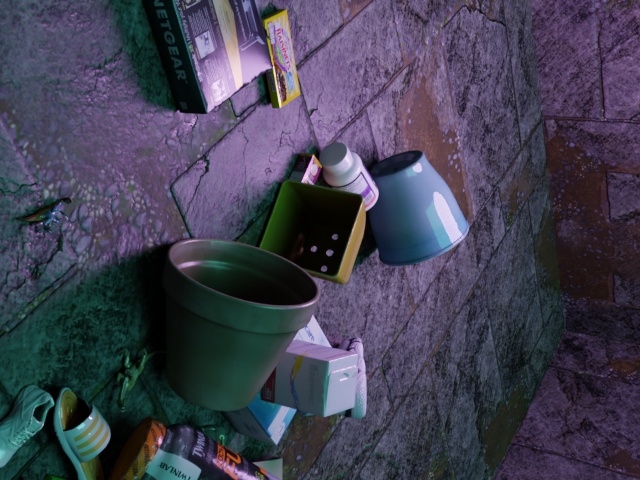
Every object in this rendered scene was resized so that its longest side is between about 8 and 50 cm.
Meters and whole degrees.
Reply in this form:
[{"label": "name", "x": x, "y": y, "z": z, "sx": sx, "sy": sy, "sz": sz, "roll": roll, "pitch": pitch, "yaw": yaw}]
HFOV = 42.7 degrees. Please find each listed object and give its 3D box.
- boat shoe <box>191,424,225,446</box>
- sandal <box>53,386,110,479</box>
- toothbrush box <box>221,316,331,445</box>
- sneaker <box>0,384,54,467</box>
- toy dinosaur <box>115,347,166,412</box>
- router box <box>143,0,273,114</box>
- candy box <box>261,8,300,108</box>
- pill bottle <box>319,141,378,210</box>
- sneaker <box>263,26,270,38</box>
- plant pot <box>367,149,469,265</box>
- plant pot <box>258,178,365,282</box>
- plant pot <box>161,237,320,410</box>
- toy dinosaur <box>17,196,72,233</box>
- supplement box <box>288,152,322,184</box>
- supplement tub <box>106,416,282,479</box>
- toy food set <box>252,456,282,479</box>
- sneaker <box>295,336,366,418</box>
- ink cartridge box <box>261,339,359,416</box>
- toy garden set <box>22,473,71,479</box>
[{"label": "boat shoe", "x": -0.248, "y": 0.556, "z": 1.798, "sx": 0.091, "sy": 0.109, "sz": 0.305, "roll": -4, "pitch": 93, "yaw": -26}, {"label": "sandal", "x": -0.423, "y": 0.374, "z": 1.526, "sx": 0.102, "sy": 0.076, "sz": 0.265, "roll": -94, "pitch": 175, "yaw": -56}, {"label": "toothbrush box", "x": -0.120, "y": 0.297, "z": 1.950, "sx": 0.295, "sy": 0.126, "sz": 0.216, "roll": -59, "pitch": 140, "yaw": -32}, {"label": "sneaker", "x": -0.518, "y": 0.323, "z": 1.413, "sx": 0.152, "sy": 0.061, "sz": 0.053, "roll": -64, "pitch": 145, "yaw": -22}, {"label": "toy dinosaur", "x": -0.373, "y": 0.255, "z": 1.641, "sx": 0.183, "sy": 0.053, "sz": 0.092, "roll": -61, "pitch": 161, "yaw": -47}, {"label": "router box", "x": -0.225, "y": -0.444, "z": 1.648, "sx": 0.243, "sy": 0.081, "sz": 0.309, "roll": -46, "pitch": 133, "yaw": -42}, {"label": "candy box", "x": -0.095, "y": -0.420, "z": 1.895, "sx": 0.105, "sy": 0.027, "sz": 0.206, "roll": -48, "pitch": 136, "yaw": -52}, {"label": "pill bottle", "x": 0.070, "y": -0.166, "z": 2.140, "sx": 0.108, "sy": 0.108, "sz": 0.193, "roll": -64, "pitch": 143, "yaw": -24}, {"label": "sneaker", "x": -0.134, "y": -0.440, "z": 1.799, "sx": 0.038, "sy": 0.069, "sz": 0.098, "roll": -59, "pitch": 141, "yaw": -29}, {"label": "plant pot", "x": 0.247, "y": -0.104, "z": 2.309, "sx": 0.271, "sy": 0.272, "sz": 0.255, "roll": -43, "pitch": 116, "yaw": -43}, {"label": "plant pot", "x": 0.000, "y": 0.000, "z": 2.002, "sx": 0.187, "sy": 0.212, "sz": 0.212, "roll": 51, "pitch": 55, "yaw": -63}, {"label": "plant pot", "x": -0.192, "y": 0.185, "z": 1.689, "sx": 0.323, "sy": 0.323, "sz": 0.280, "roll": -7, "pitch": 119, "yaw": -56}, {"label": "toy dinosaur", "x": -0.466, "y": -0.051, "z": 1.421, "sx": 0.090, "sy": 0.047, "sz": 0.082, "roll": 42, "pitch": 44, "yaw": -41}, {"label": "supplement box", "x": -0.038, "y": -0.168, "z": 2.035, "sx": 0.055, "sy": 0.043, "sz": 0.083, "roll": 48, "pitch": 59, "yaw": -51}, {"label": "supplement tub", "x": -0.241, "y": 0.504, "z": 1.636, "sx": 0.338, "sy": 0.207, "sz": 0.207, "roll": 35, "pitch": 64, "yaw": -17}, {"label": "toy food set", "x": -0.195, "y": 0.643, "z": 1.975, "sx": 0.306, "sy": 0.092, "sz": 0.219, "roll": 16, "pitch": 73, "yaw": -58}, {"label": "sneaker", "x": 0.010, "y": 0.353, "z": 2.162, "sx": 0.366, "sy": 0.210, "sz": 0.137, "roll": -91, "pitch": 180, "yaw": -75}, {"label": "ink cartridge box", "x": -0.022, "y": 0.304, "z": 1.823, "sx": 0.128, "sy": 0.176, "sz": 0.127, "roll": -2, "pitch": 98, "yaw": -55}, {"label": "toy garden set", "x": -0.523, "y": 0.544, "z": 1.467, "sx": 0.204, "sy": 0.049, "sz": 0.244, "roll": 43, "pitch": 62, "yaw": -52}]
